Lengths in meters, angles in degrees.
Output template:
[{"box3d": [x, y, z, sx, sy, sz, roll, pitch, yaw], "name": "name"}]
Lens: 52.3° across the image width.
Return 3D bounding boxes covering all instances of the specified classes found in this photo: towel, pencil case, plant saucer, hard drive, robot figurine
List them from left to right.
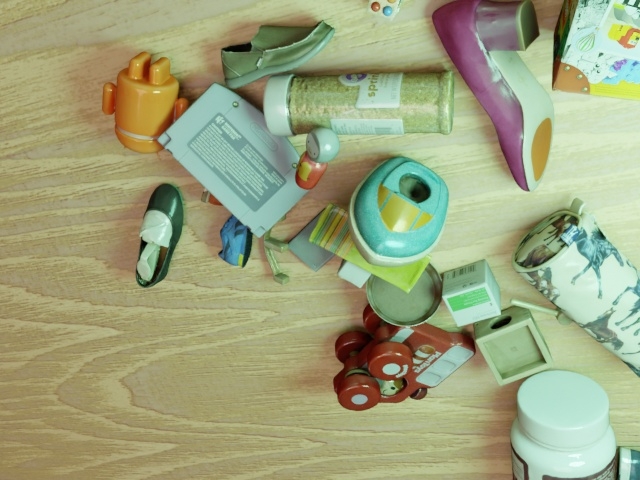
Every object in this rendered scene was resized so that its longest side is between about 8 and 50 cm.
[{"box3d": [-0.366, -0.278, 1.364, 0.158, 0.128, 0.219, -8, 128, -32], "name": "robot figurine"}, {"box3d": [0.000, 0.000, 1.476, 0.094, 0.022, 0.135, 42, 121, -9], "name": "hard drive"}, {"box3d": [0.099, 0.017, 1.327, 0.237, 0.021, 0.102, 28, 122, 0], "name": "towel"}, {"box3d": [0.183, 0.108, 1.426, 0.168, 0.168, 0.029, 17, 160, 6], "name": "plant saucer"}, {"box3d": [0.585, 0.112, 1.289, 0.410, 0.160, 0.183, 40, 111, -8], "name": "pencil case"}]

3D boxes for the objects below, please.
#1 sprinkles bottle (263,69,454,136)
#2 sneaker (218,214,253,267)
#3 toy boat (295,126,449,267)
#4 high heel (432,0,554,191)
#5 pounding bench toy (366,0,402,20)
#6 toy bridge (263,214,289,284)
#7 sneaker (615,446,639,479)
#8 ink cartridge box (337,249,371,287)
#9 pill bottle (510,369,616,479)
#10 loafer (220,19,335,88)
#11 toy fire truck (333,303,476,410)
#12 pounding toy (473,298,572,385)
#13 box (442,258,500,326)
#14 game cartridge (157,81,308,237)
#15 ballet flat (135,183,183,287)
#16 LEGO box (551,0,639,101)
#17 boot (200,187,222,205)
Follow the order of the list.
[{"box3d": [0.074, -0.261, 1.250, 0.355, 0.121, 0.121, 2, 119, 14], "name": "sprinkles bottle"}, {"box3d": [-0.192, -0.033, 1.486, 0.082, 0.069, 0.209, 21, 122, 8], "name": "sneaker"}, {"box3d": [0.100, -0.094, 1.248, 0.318, 0.267, 0.148, 28, 142, -1], "name": "toy boat"}, {"box3d": [0.323, -0.265, 1.212, 0.181, 0.127, 0.377, 15, 131, 42], "name": "high heel"}, {"box3d": [0.122, -0.445, 1.164, 0.052, 0.065, 0.083, 21, 122, 4], "name": "pounding bench toy"}, {"box3d": [-0.104, 0.010, 1.497, 0.063, 0.026, 0.188, 22, 127, 36], "name": "toy bridge"}, {"box3d": [0.789, 0.602, 1.551, 0.163, 0.086, 0.226, 3, 118, 17], "name": "sneaker"}, {"box3d": [0.106, 0.012, 1.400, 0.063, 0.109, 0.150, 31, 122, -4], "name": "ink cartridge box"}, {"box3d": [0.551, 0.507, 1.486, 0.224, 0.224, 0.392, -2, 118, 17], "name": "pill bottle"}, {"box3d": [-0.092, -0.370, 1.251, 0.251, 0.094, 0.087, -16, 117, 23], "name": "loafer"}, {"box3d": [0.181, 0.294, 1.522, 0.253, 0.169, 0.302, 24, 125, -20], "name": "toy fire truck"}, {"box3d": [0.444, 0.186, 1.419, 0.206, 0.094, 0.181, -26, 104, 17], "name": "pounding toy"}, {"box3d": [0.325, 0.113, 1.400, 0.101, 0.102, 0.087, -21, 113, 24], "name": "box"}, {"box3d": [-0.164, -0.173, 1.363, 0.198, 0.062, 0.297, -44, 106, 2], "name": "game cartridge"}, {"box3d": [-0.386, 0.003, 1.545, 0.095, 0.096, 0.280, 20, 122, 5], "name": "ballet flat"}, {"box3d": [0.626, -0.384, 0.919, 0.500, 0.193, 0.372, 9, 140, 11], "name": "LEGO box"}, {"box3d": [-0.204, -0.141, 1.441, 0.084, 0.059, 0.158, 20, 126, -5], "name": "boot"}]
